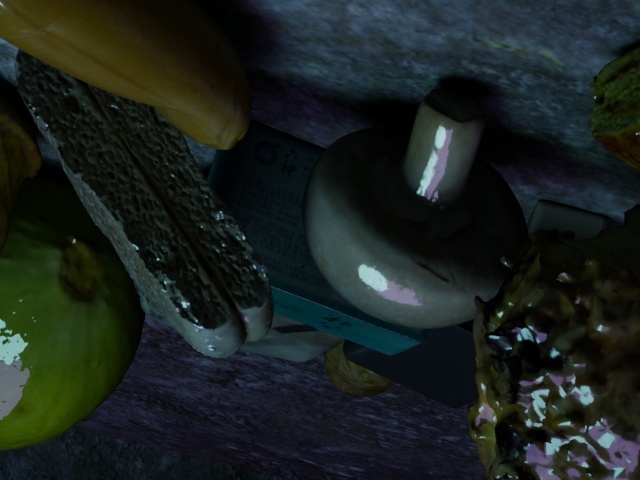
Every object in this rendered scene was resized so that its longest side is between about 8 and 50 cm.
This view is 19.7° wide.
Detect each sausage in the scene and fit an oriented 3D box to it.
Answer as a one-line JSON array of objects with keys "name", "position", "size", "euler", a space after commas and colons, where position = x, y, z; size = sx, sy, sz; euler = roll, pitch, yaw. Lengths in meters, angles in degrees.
[{"name": "sausage", "position": [-0.158, -0.172, 1.468], "size": [0.134, 0.116, 0.354], "euler": [40, -174, 35]}]

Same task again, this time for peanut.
[{"name": "peanut", "position": [0.055, 0.142, 2.315], "size": [0.108, 0.095, 0.226], "euler": [32, 166, 0]}]

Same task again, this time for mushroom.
[{"name": "mushroom", "position": [0.093, -0.039, 1.607], "size": [0.207, 0.207, 0.215], "euler": [17, 129, -4]}]

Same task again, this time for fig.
[{"name": "fig", "position": [-0.351, 0.077, 2.120], "size": [0.343, 0.343, 0.343], "euler": [14, 163, 5]}]

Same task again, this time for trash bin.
[{"name": "trash bin", "position": [0.153, 0.094, 2.028], "size": [0.165, 0.115, 0.225], "euler": [27, 159, -16]}]

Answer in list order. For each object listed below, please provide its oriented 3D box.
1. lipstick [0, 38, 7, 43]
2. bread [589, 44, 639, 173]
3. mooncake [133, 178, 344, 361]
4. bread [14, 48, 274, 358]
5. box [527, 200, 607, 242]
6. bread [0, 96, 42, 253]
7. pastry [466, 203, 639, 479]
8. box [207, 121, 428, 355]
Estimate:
[{"name": "lipstick", "position": [-0.395, -0.197, 1.621], "size": [0.317, 0.066, 0.068], "euler": [-5, 152, 32]}, {"name": "bread", "position": [0.300, -0.079, 1.383], "size": [0.172, 0.103, 0.132], "euler": [27, 153, -22]}, {"name": "mooncake", "position": [-0.071, 0.031, 2.002], "size": [0.250, 0.136, 0.254], "euler": [19, 158, -17]}, {"name": "bread", "position": [-0.155, -0.040, 1.644], "size": [0.337, 0.102, 0.183], "euler": [56, 171, 9]}, {"name": "box", "position": [0.232, 0.011, 1.796], "size": [0.089, 0.062, 0.122], "euler": [15, 162, 3]}, {"name": "bread", "position": [-0.435, -0.092, 1.837], "size": [0.340, 0.194, 0.179], "euler": [21, 161, -21]}, {"name": "pastry", "position": [0.313, 0.130, 1.548], "size": [0.405, 0.337, 0.292], "euler": [-12, -156, -18]}, {"name": "box", "position": [0.000, 0.000, 1.813], "size": [0.245, 0.153, 0.092], "euler": [22, 162, -14]}]
